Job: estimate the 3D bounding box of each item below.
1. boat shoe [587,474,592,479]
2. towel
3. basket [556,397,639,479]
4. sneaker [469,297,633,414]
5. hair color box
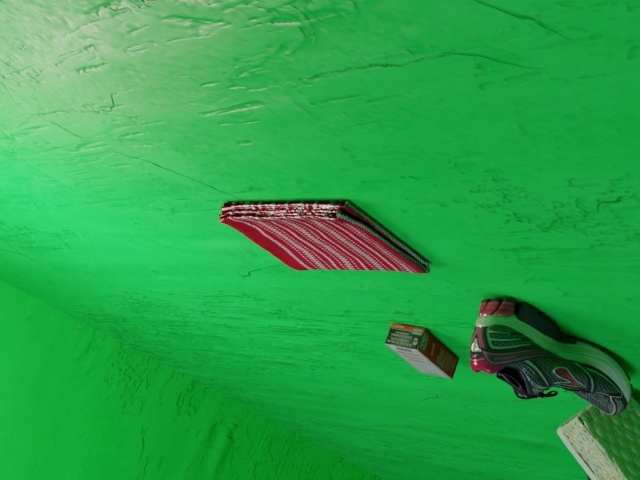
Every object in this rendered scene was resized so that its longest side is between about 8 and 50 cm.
[{"bbox_3d":[0.638,0.456,2.105,0.112,0.095,0.335,30,160,-24],"label":"boat shoe"},{"bbox_3d":[0.000,0.000,1.617,0.275,0.031,0.199,1,154,47],"label":"towel"},{"bbox_3d":[0.480,0.329,1.792,0.167,0.113,0.103,53,164,19],"label":"basket"},{"bbox_3d":[0.337,0.193,1.661,0.299,0.112,0.121,28,161,-23],"label":"sneaker"},{"bbox_3d":[0.179,0.194,1.953,0.072,0.043,0.141,8,159,36],"label":"hair color box"}]
